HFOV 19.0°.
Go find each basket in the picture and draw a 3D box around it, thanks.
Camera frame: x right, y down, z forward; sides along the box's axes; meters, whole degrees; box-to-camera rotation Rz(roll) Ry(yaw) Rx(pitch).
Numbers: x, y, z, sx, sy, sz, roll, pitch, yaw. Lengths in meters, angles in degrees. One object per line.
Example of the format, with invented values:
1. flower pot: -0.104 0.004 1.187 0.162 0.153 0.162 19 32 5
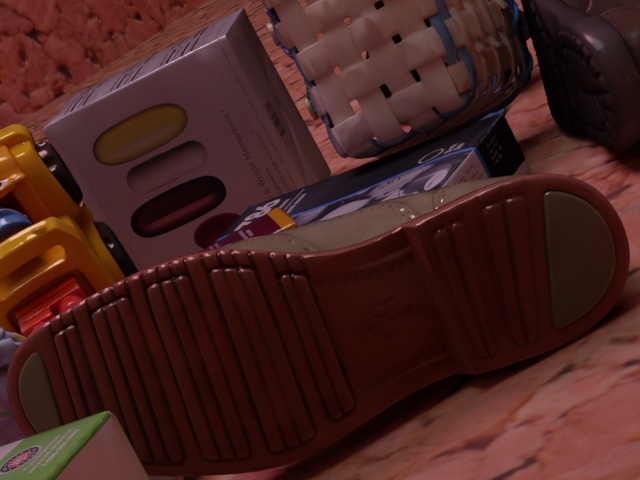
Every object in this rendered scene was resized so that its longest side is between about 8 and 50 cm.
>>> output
1. basket: 0.071 -0.203 1.699 0.201 0.255 0.289 -24 4 28

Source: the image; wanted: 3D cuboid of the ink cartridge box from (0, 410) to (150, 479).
1. ink cartridge box: -0.242 0.224 1.111 0.273 0.115 0.198 -21 15 28

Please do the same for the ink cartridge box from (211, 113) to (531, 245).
1. ink cartridge box: 0.000 0.000 1.585 0.333 0.065 0.165 -21 15 30

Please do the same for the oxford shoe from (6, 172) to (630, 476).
1. oxford shoe: -0.002 0.054 1.234 0.397 0.140 0.146 -13 8 1

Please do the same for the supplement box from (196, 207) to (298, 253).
1. supplement box: -0.082 0.069 1.395 0.188 0.104 0.081 -29 13 -5

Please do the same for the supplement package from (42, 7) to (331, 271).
1. supplement package: -0.127 -0.087 1.873 0.203 0.194 0.149 -26 13 12

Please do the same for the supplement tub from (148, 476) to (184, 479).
1. supplement tub: -0.123 0.137 1.296 0.071 0.071 0.107 -27 14 7

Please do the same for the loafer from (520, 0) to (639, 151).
1. loafer: 0.253 -0.156 1.570 0.130 0.134 0.366 -17 18 0

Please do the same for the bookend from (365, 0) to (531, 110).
1. bookend: 0.129 -0.182 1.939 0.157 0.156 0.072 33 50 23

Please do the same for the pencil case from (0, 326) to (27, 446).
1. pencil case: -0.290 0.128 1.550 0.113 0.124 0.273 -33 13 -23

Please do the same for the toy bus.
1. toy bus: -0.245 0.033 1.636 0.149 0.220 0.211 -32 20 -3
